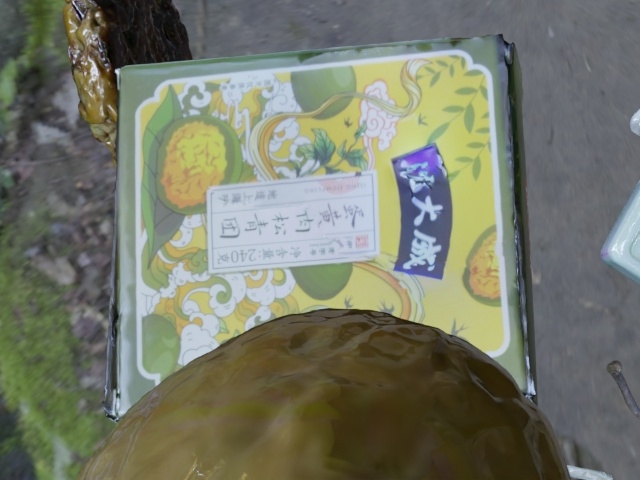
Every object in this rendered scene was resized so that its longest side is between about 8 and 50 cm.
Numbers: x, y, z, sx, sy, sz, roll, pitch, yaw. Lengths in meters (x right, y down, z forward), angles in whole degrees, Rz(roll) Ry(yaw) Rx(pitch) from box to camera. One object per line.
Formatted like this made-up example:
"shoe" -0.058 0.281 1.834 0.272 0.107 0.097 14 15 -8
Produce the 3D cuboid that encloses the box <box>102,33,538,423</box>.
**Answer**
"box" 0.000 0.000 1.487 0.420 0.138 0.373 -3 73 9

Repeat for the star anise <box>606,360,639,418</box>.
"star anise" 0.398 0.229 1.748 0.227 0.148 0.218 12 141 -15

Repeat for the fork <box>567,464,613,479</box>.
"fork" 0.171 0.174 1.153 0.115 0.012 0.016 9 121 12

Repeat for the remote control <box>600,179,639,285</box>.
"remote control" 0.334 0.041 0.813 0.344 0.050 0.145 32 88 5

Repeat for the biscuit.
"biscuit" -0.230 -0.203 1.822 0.081 0.289 0.334 -14 88 19

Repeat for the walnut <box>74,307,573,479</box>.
"walnut" 0.002 0.189 0.748 0.333 0.333 0.333 1 101 8

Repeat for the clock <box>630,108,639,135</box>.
"clock" 0.357 -0.134 0.999 0.324 0.108 0.265 -33 131 3
